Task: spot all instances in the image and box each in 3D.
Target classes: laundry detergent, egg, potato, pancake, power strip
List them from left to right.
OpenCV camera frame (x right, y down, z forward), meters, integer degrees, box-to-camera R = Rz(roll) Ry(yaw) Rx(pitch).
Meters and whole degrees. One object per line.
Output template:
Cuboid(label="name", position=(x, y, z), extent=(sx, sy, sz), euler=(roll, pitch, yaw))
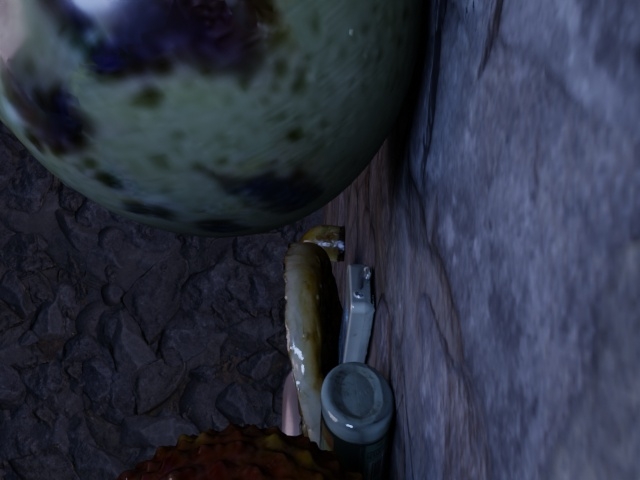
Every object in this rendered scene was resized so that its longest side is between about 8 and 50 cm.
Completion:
Cuboid(label="egg", position=(-0.088, -0.174, 0.514), extent=(0.428, 0.345, 0.344), euler=(55, -146, -67))
Cuboid(label="potato", position=(0.000, 0.000, 1.343), extent=(0.096, 0.103, 0.066), euler=(-94, 3, -62))
Cuboid(label="pancake", position=(0.004, 0.191, 0.987), extent=(0.387, 0.082, 0.386), euler=(-6, -90, -82))
Cuboid(label="laundry detergent", position=(0.031, 0.240, 0.627), extent=(0.099, 0.070, 0.225), euler=(-110, 19, -63))
Cuboid(label="power strip", position=(0.046, 0.117, 0.823), extent=(0.081, 0.035, 0.192), euler=(-88, 1, -47))

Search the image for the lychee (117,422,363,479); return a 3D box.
Cuboid(label="lychee", position=(-0.057, 0.278, 0.450), extent=(0.304, 0.276, 0.275), euler=(33, 125, 58))

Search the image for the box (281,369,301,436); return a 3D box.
Cuboid(label="box", position=(-0.013, 0.332, 1.167), extent=(0.146, 0.088, 0.200), euler=(43, -143, -49))
